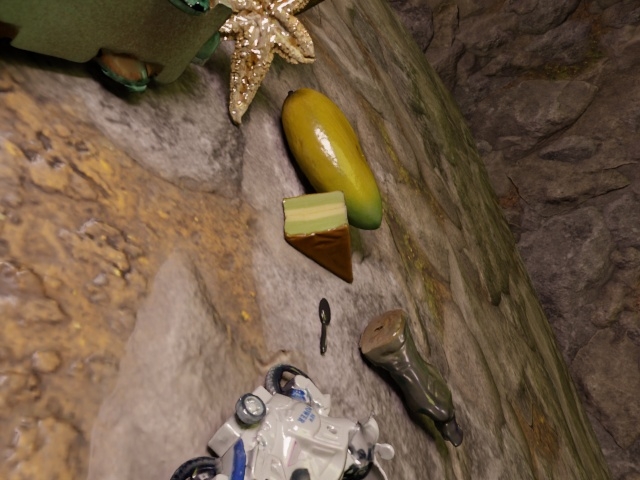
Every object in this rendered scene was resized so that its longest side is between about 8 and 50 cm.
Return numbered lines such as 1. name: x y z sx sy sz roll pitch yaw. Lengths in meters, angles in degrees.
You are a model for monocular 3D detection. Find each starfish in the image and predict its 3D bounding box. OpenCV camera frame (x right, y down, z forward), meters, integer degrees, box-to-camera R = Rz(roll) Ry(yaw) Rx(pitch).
1. starfish: -0.085 -0.309 0.591 0.231 0.295 0.048 31 6 -23

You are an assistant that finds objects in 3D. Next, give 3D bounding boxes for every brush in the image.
1. brush: 0.005 0.104 0.588 0.024 0.008 0.083 48 30 -32

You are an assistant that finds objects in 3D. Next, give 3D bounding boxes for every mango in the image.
1. mango: 0.017 -0.124 0.717 0.137 0.091 0.238 7 52 -59

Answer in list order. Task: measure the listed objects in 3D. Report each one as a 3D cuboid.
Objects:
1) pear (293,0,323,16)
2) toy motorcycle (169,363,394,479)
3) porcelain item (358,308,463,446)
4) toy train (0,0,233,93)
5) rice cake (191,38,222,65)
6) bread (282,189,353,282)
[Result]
1. pear: -0.072 -0.477 0.700 0.283 0.283 0.284 41 34 -35
2. toy motorcycle: -0.021 0.190 0.378 0.150 0.102 0.221 42 23 7
3. porcelain item: 0.141 0.201 0.671 0.216 0.069 0.081 54 24 -13
4. toy train: -0.212 -0.228 0.389 0.159 0.129 0.326 59 27 8
5. rice cake: -0.195 -0.299 0.547 0.211 0.043 0.034 52 23 -4
6. bread: 0.001 0.003 0.671 0.139 0.084 0.074 79 4 -54
